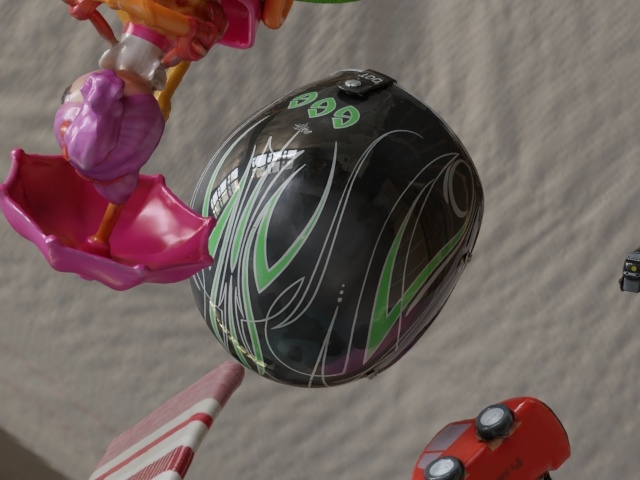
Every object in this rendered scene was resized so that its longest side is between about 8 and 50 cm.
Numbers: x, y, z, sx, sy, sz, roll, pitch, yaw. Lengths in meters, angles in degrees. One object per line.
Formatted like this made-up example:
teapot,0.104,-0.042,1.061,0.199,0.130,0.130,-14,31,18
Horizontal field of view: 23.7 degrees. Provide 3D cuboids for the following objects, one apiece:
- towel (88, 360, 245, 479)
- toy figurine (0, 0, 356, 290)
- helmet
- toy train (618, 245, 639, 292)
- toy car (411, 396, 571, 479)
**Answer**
towel,-0.204,0.279,1.534,0.037,0.329,0.237,42,-47,-13
toy figurine,-0.055,-0.062,0.534,0.130,0.159,0.173,19,-15,4
helmet,0.000,0.000,0.880,0.169,0.161,0.169,33,-25,18
toy train,0.268,0.006,1.199,0.027,0.158,0.036,10,-71,27
toy car,0.008,0.175,0.819,0.225,0.053,0.239,19,-91,-30
